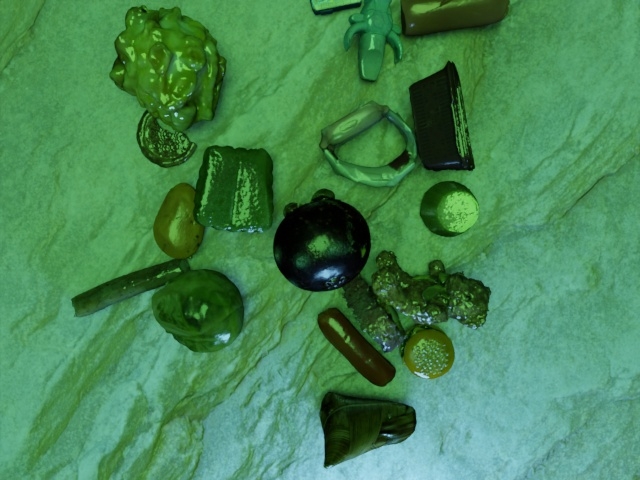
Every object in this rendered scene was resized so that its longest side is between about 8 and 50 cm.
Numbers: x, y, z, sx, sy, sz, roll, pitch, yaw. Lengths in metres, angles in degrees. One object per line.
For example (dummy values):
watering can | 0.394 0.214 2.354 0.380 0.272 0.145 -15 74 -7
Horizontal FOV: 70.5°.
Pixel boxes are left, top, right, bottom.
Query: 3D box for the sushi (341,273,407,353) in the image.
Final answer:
sushi | 0.162 0.216 1.325 0.107 0.241 0.161 -37 129 1

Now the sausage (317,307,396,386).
sausage | 0.106 0.320 1.348 0.089 0.083 0.300 -44 91 -9

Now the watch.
watch | 0.146 -0.262 1.304 0.253 0.162 0.241 -29 104 6

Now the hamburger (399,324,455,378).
hamburger | 0.310 0.325 1.324 0.162 0.115 0.162 0 94 2

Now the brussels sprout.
brussels sprout | -0.355 0.195 1.304 0.271 0.210 0.219 2 117 10

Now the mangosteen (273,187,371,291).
mangosteen | 0.000 0.000 1.256 0.288 0.288 0.288 0 92 2

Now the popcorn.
popcorn | -0.406 -0.465 1.240 0.312 0.312 0.312 0 92 2

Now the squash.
squash | 0.379 -0.088 1.308 0.170 0.123 0.170 0 98 3

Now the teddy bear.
teddy bear | 0.310 0.131 1.264 0.222 0.246 0.296 -36 104 28

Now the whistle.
whistle | 0.152 -0.601 1.306 0.186 0.093 0.274 3 96 -24

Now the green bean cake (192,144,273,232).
green bean cake | -0.242 -0.148 1.299 0.222 0.125 0.248 7 93 -20

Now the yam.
yam | -0.579 0.139 1.373 0.371 0.083 0.083 -22 91 1

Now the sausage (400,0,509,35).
sausage | 0.377 -0.658 1.278 0.304 0.121 0.121 -7 92 3

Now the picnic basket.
picnic basket | 0.339 -0.329 1.268 0.129 0.222 0.297 -9 92 25

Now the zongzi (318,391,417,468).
zongzi | 0.134 0.542 1.253 0.286 0.288 0.134 2 98 2

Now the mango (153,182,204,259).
mango | -0.418 -0.058 1.340 0.147 0.109 0.227 3 91 2

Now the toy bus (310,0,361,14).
toy bus | 0.045 -0.703 1.325 0.153 0.051 0.061 -10 98 2

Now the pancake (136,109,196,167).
pancake | -0.468 -0.314 1.377 0.190 0.020 0.184 4 92 2
